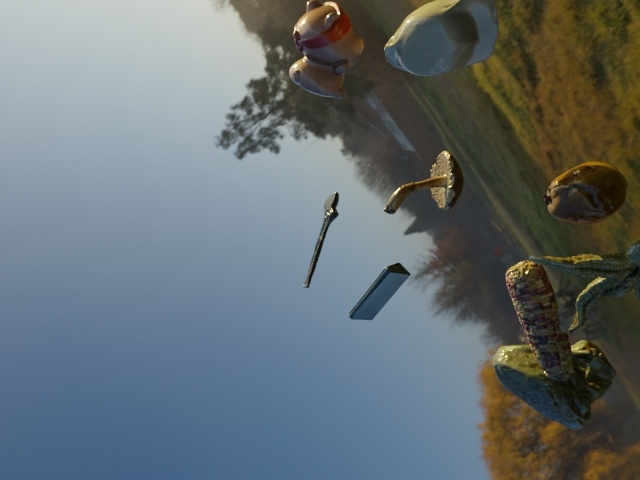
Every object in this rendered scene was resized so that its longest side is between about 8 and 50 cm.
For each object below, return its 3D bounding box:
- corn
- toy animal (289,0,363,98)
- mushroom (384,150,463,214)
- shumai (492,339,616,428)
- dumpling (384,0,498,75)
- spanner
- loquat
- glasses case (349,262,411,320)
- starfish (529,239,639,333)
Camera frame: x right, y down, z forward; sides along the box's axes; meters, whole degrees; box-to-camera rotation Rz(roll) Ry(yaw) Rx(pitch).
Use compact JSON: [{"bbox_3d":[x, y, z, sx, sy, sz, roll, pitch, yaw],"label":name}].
[{"bbox_3d":[0.519,0.187,1.087,0.290,0.098,0.098,68,-163,0],"label":"corn"},{"bbox_3d":[0.007,-0.446,1.077,0.171,0.197,0.171,10,-141,-8],"label":"toy animal"},{"bbox_3d":[0.420,-0.207,1.782,0.208,0.302,0.233,33,140,43],"label":"mushroom"},{"bbox_3d":[0.599,0.331,1.212,0.261,0.222,0.225,29,165,22],"label":"shumai"},{"bbox_3d":[0.243,-0.405,0.949,0.162,0.250,0.132,41,-124,-31],"label":"dumpling"},{"bbox_3d":[0.000,0.000,1.481,0.026,0.325,0.093,16,-174,-25],"label":"spanner"},{"bbox_3d":[0.486,-0.084,0.855,0.137,0.137,0.113,-6,-96,-71],"label":"loquat"},{"bbox_3d":[0.204,0.186,1.670,0.105,0.266,0.056,10,-140,-31],"label":"glasses case"},{"bbox_3d":[0.587,0.064,0.821,0.347,0.358,0.078,54,-143,-34],"label":"starfish"}]
